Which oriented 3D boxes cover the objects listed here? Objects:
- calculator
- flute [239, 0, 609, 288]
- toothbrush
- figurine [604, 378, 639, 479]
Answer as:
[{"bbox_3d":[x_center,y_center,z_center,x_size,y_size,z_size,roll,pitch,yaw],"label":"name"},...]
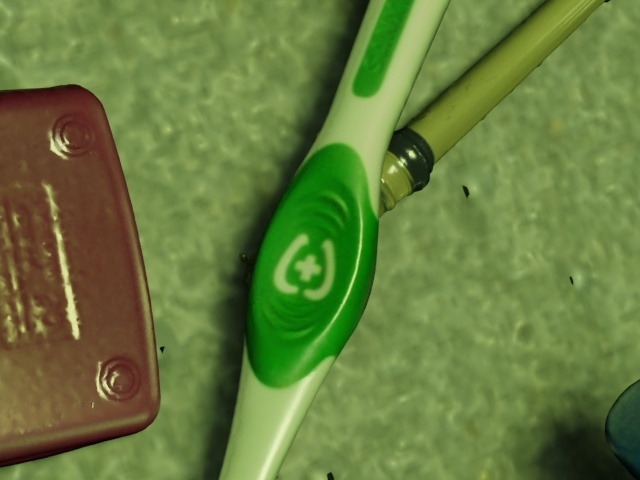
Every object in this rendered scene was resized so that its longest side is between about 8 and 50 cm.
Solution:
[{"bbox_3d":[-0.146,0.017,0.487,0.190,0.034,0.126,-10,84,-23],"label":"calculator"},{"bbox_3d":[0.059,-0.056,0.579,0.233,0.027,0.027,-43,98,-20],"label":"flute"},{"bbox_3d":[0.001,0.002,0.521,0.042,0.040,0.418,13,68,21],"label":"toothbrush"},{"bbox_3d":[0.166,0.158,0.550,0.164,0.121,0.262,-34,112,-15],"label":"figurine"}]
